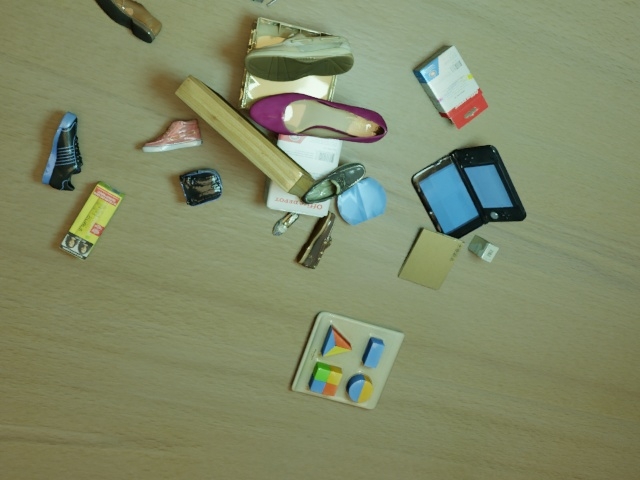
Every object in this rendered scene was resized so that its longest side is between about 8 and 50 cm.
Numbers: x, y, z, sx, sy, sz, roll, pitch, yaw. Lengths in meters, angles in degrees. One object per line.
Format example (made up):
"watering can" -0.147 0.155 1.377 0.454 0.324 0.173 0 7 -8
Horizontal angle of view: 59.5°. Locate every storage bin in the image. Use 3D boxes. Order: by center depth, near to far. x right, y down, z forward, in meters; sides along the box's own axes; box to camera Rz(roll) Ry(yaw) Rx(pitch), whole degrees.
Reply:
"storage bin" -0.091 -0.494 1.659 0.263 0.123 0.260 9 104 -13

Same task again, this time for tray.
"tray" -0.200 -0.286 1.571 0.411 0.203 0.076 41 97 6

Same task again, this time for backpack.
"backpack" -0.361 -0.169 1.721 0.115 0.084 0.104 -14 109 -2

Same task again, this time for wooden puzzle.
"wooden puzzle" 0.105 0.443 2.000 0.348 0.080 0.321 16 102 -15

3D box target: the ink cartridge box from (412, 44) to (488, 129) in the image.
"ink cartridge box" 0.416 -0.484 1.784 0.134 0.078 0.231 -37 110 2

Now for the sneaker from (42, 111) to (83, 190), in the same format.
"sneaker" -0.730 -0.254 1.629 0.091 0.081 0.232 19 109 -19

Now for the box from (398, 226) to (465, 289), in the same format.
"box" 0.386 0.065 1.955 0.165 0.021 0.201 19 113 -13

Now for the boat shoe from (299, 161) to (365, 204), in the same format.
"boat shoe" 0.044 -0.165 1.690 0.224 0.073 0.080 -26 112 -7

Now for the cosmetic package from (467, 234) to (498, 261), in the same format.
"cosmetic package" 0.564 0.027 1.948 0.041 0.115 0.060 25 99 -16

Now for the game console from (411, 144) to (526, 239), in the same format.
"game console" 0.492 -0.142 1.860 0.173 0.250 0.293 -42 112 -25

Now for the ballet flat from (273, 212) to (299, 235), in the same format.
"ballet flat" -0.112 -0.057 1.828 0.114 0.041 0.041 -45 109 4

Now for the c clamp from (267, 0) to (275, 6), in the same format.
"c clamp" -0.129 -0.784 1.616 0.137 0.022 0.160 -29 110 -2

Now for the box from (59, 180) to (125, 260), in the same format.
"box" -0.692 -0.060 1.702 0.087 0.058 0.232 33 98 -18

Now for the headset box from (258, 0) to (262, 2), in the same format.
"headset box" -0.177 -0.729 1.607 0.062 0.032 0.083 34 111 -12

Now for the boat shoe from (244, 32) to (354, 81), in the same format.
"boat shoe" -0.062 -0.514 1.549 0.303 0.109 0.098 -7 68 -9

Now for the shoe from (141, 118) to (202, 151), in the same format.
"shoe" -0.448 -0.314 1.675 0.178 0.063 0.081 -11 107 -13

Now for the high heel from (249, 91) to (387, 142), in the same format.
"high heel" -0.004 -0.341 1.560 0.378 0.181 0.127 0 106 -12

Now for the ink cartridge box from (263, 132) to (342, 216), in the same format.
"ink cartridge box" -0.057 -0.228 1.748 0.197 0.114 0.272 8 104 -14

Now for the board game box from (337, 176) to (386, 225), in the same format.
"board game box" 0.134 -0.132 1.860 0.169 0.033 0.133 -22 104 -9

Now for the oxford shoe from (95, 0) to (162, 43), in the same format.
"oxford shoe" -0.541 -0.645 1.562 0.212 0.076 0.076 36 67 -16

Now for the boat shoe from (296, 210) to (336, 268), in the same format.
"boat shoe" 0.000 0.000 1.854 0.073 0.073 0.206 26 107 -19
